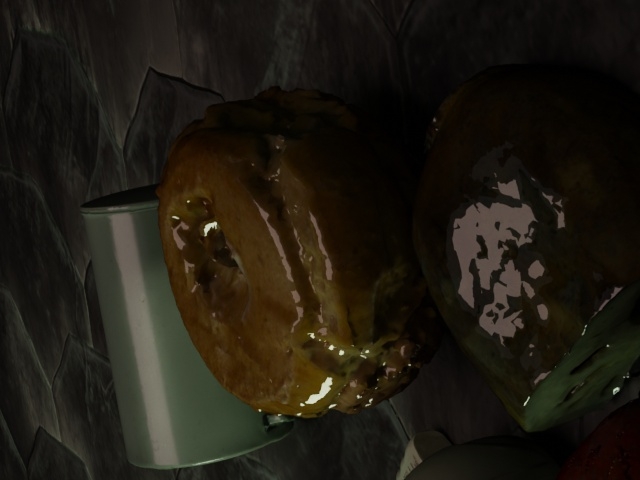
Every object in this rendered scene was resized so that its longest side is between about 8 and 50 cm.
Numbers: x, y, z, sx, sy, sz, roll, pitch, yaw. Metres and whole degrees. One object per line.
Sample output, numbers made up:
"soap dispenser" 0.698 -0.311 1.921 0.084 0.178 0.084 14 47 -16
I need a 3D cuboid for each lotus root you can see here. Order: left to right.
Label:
"lotus root" 0.167 -0.018 1.267 0.260 0.149 0.267 60 147 24

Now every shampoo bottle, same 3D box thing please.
"shampoo bottle" 0.105 0.267 1.644 0.077 0.045 0.152 53 145 31

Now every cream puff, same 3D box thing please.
"cream puff" 0.000 0.000 1.490 0.327 0.231 0.343 65 149 12

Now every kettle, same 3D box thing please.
"kettle" -0.145 0.092 1.855 0.265 0.205 0.318 5 106 64

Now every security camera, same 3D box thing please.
"security camera" 0.129 0.286 1.458 0.197 0.191 0.277 65 149 29

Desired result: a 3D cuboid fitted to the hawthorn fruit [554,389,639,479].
"hawthorn fruit" 0.248 0.201 1.205 0.181 0.181 0.235 148 122 -62
